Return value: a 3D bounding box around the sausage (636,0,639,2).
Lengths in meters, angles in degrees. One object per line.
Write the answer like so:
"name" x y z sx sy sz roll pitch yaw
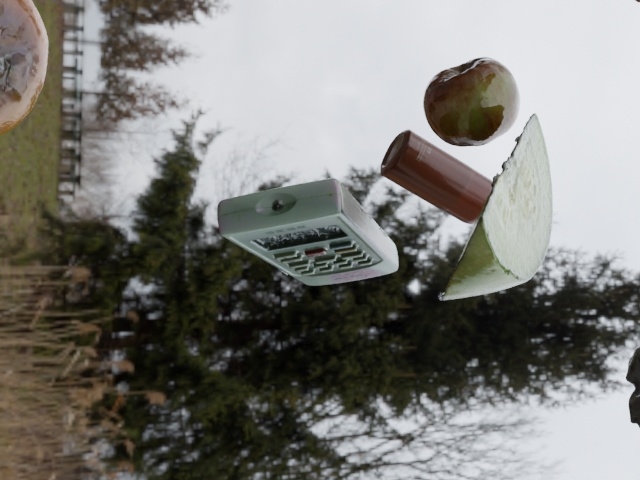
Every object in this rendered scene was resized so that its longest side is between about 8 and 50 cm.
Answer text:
"sausage" 0.341 -0.351 0.788 0.078 0.078 0.304 -35 -147 65

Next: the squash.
"squash" 0.187 -0.011 0.975 0.155 0.237 0.204 -3 -56 36

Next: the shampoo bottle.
"shampoo bottle" 0.209 -0.076 1.240 0.085 0.244 0.085 -54 -166 20

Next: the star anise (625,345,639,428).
"star anise" 0.520 0.140 0.986 0.316 0.360 0.139 -37 -143 40

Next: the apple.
"apple" 0.193 -0.175 1.041 0.102 0.126 0.126 66 -14 -19

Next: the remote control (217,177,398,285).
"remote control" 0.000 0.001 1.018 0.344 0.145 0.050 38 44 -69

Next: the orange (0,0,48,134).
"orange" -0.415 -0.219 0.918 0.170 0.224 0.223 15 -74 34
